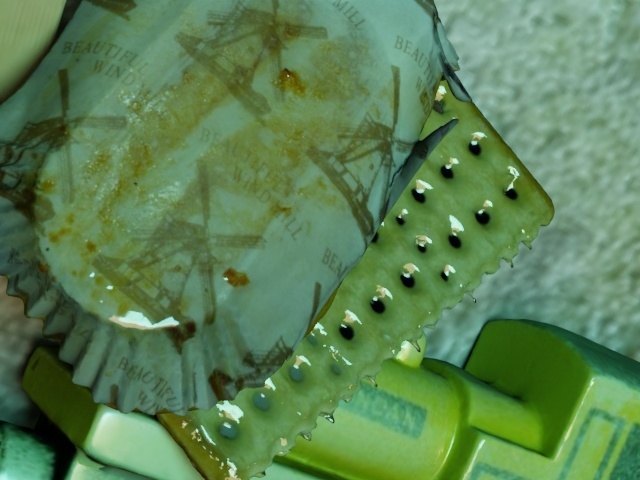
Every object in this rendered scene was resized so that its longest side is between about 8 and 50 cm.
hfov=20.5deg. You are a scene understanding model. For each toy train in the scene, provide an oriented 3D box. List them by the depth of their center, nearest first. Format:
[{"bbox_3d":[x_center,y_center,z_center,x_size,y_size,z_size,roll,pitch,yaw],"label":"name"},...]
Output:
[{"bbox_3d":[0.008,0.123,0.880,0.369,0.150,0.237,23,91,-28],"label":"toy train"}]

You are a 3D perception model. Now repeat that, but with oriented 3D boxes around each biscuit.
[{"bbox_3d":[0.000,0.000,0.817,0.231,0.016,0.139,-38,88,-29],"label":"biscuit"}]

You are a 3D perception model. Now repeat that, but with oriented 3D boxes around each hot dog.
[{"bbox_3d":[-0.042,-0.047,0.764,0.163,0.082,0.270,40,57,-8],"label":"hot dog"}]

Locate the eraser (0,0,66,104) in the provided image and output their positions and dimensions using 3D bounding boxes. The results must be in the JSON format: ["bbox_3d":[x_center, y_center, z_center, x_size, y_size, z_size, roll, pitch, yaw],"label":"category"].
[{"bbox_3d":[-0.203,-0.052,0.757,0.144,0.078,0.343,12,105,-27],"label":"eraser"}]
